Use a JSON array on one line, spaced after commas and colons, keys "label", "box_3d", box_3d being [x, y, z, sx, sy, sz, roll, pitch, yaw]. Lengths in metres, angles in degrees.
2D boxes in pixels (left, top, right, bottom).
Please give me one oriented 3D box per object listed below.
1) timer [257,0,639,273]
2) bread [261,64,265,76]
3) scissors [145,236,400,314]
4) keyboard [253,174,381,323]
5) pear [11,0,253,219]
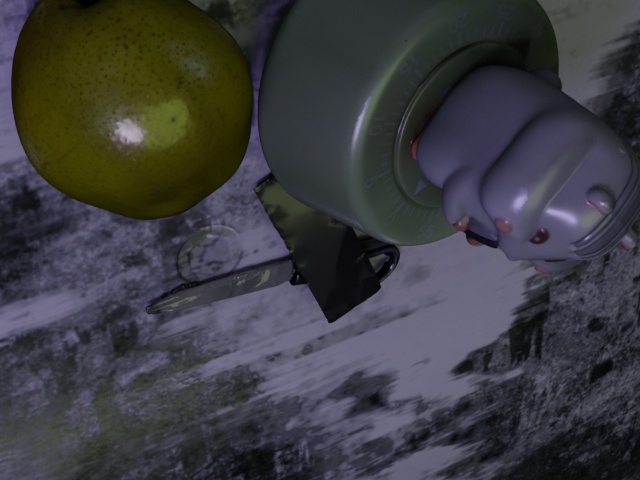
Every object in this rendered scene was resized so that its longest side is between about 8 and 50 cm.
[{"label": "timer", "box_3d": [0.143, -0.086, 0.901, 0.290, 0.315, 0.291, -24, 134, -27]}, {"label": "bread", "box_3d": [-0.007, -0.152, 0.980, 0.110, 0.024, 0.110, -19, 130, -25]}, {"label": "scissors", "box_3d": [-0.045, 0.035, 1.098, 0.300, 0.022, 0.109, -15, 125, -22]}, {"label": "keyboard", "box_3d": [-0.001, -0.001, 1.081, 0.074, 0.015, 0.196, -33, 122, -6]}, {"label": "pear", "box_3d": [-0.149, -0.109, 0.811, 0.198, 0.198, 0.198, -17, 130, -22]}]
